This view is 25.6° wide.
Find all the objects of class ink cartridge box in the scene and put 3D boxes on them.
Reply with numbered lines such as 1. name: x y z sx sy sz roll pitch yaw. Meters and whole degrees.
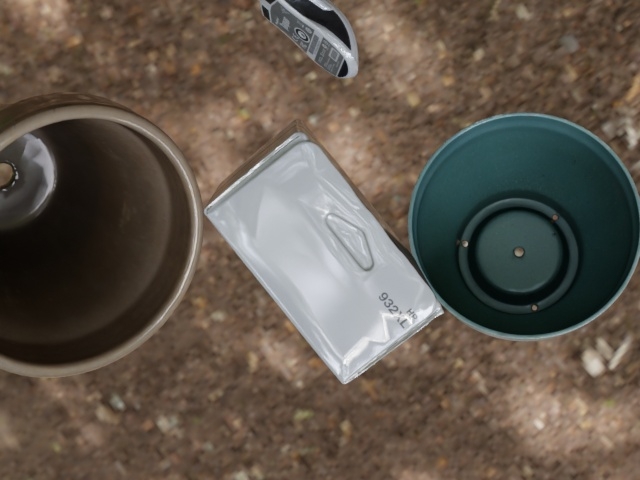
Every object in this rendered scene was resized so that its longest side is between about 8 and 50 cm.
1. ink cartridge box: 0.000 0.000 1.474 0.223 0.129 0.307 51 -176 -6

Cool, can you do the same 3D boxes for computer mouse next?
1. computer mouse: -0.030 -0.230 1.349 0.193 0.042 0.106 41 162 2

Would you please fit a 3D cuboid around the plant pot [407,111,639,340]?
1. plant pot: 0.265 0.001 1.851 0.293 0.293 0.196 44 175 14

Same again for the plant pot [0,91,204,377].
1. plant pot: -0.275 -0.029 1.352 0.229 0.263 0.263 32 137 54
